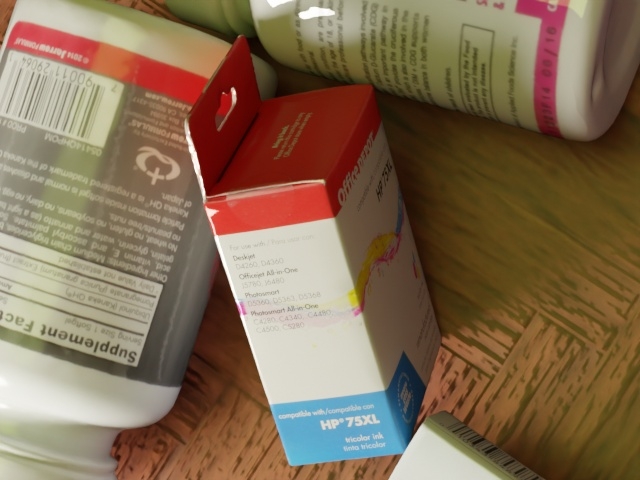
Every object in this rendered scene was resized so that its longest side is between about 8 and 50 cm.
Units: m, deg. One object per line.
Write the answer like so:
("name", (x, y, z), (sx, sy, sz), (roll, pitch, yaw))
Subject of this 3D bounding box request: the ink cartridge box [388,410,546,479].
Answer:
("ink cartridge box", (0.101, 0.250, 1.149), (0.223, 0.045, 0.224), (34, 106, 17))

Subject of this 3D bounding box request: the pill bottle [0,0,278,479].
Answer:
("pill bottle", (-0.154, 0.014, 1.265), (0.176, 0.176, 0.319), (18, 90, 19))

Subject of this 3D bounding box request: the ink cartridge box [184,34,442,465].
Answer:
("ink cartridge box", (0.000, 0.000, 1.186), (0.078, 0.134, 0.231), (-8, 117, 18))

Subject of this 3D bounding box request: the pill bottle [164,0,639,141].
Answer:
("pill bottle", (0.054, -0.168, 1.226), (0.283, 0.160, 0.160), (15, 89, 19))
